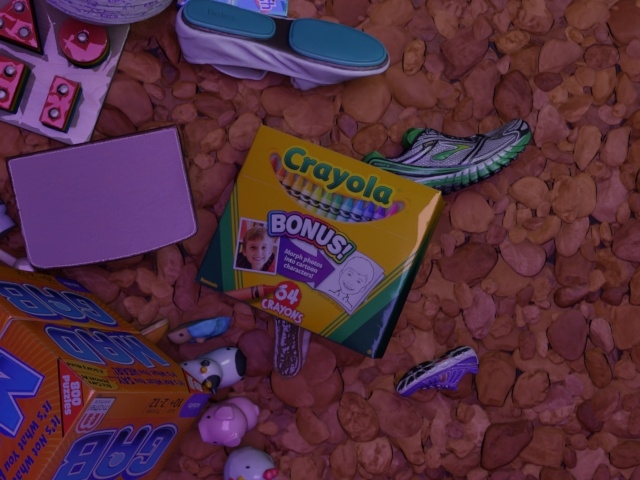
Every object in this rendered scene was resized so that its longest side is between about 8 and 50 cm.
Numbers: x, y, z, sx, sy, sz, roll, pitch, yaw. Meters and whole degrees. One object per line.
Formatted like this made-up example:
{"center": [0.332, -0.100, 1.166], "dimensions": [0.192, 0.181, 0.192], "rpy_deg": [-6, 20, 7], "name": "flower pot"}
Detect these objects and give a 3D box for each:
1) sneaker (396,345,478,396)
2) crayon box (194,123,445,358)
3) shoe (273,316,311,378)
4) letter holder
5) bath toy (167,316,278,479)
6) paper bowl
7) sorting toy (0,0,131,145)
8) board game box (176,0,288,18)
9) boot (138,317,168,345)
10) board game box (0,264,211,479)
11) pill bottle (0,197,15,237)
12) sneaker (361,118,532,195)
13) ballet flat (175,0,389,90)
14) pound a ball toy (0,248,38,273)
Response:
{"center": [0.228, 0.264, 1.852], "dimensions": [0.169, 0.068, 0.071], "rpy_deg": [-22, 97, -7], "name": "sneaker"}
{"center": [0.000, 0.000, 1.752], "dimensions": [0.362, 0.106, 0.313], "rpy_deg": [22, 89, 15], "name": "crayon box"}
{"center": [-0.052, 0.152, 1.832], "dimensions": [0.076, 0.058, 0.219], "rpy_deg": [7, 84, 14], "name": "shoe"}
{"center": [-0.383, -0.070, 1.751], "dimensions": [0.301, 0.152, 0.215], "rpy_deg": [-12, 92, -6], "name": "letter holder"}
{"center": [-0.168, 0.310, 1.757], "dimensions": [0.151, 0.129, 0.348], "rpy_deg": [-21, 93, -31], "name": "bath toy"}
{"center": [-0.390, -0.497, 1.725], "dimensions": [0.284, 0.148, 0.284], "rpy_deg": [11, 52, -14], "name": "paper bowl"}
{"center": [-0.513, -0.331, 1.772], "dimensions": [0.257, 0.089, 0.256], "rpy_deg": [19, 86, -5], "name": "sorting toy"}
{"center": [-0.162, -0.508, 1.837], "dimensions": [0.210, 0.047, 0.160], "rpy_deg": [4, 88, -7], "name": "board game box"}
{"center": [-0.342, 0.300, 1.768], "dimensions": [0.295, 0.104, 0.211], "rpy_deg": [-38, 90, 3], "name": "boot"}
{"center": [-0.471, 0.282, 1.545], "dimensions": [0.356, 0.356, 0.357], "rpy_deg": [35, 94, 22], "name": "board game box"}
{"center": [-0.621, -0.065, 1.758], "dimensions": [0.078, 0.078, 0.137], "rpy_deg": [-36, 92, -6], "name": "pill bottle"}
{"center": [0.239, -0.162, 1.830], "dimensions": [0.343, 0.134, 0.146], "rpy_deg": [-21, 90, -6], "name": "sneaker"}
{"center": [-0.074, -0.351, 1.810], "dimensions": [0.400, 0.139, 0.139], "rpy_deg": [11, 87, -4], "name": "ballet flat"}
{"center": [-0.685, 0.051, 1.722], "dimensions": [0.319, 0.136, 0.208], "rpy_deg": [32, 80, -4], "name": "pound a ball toy"}
